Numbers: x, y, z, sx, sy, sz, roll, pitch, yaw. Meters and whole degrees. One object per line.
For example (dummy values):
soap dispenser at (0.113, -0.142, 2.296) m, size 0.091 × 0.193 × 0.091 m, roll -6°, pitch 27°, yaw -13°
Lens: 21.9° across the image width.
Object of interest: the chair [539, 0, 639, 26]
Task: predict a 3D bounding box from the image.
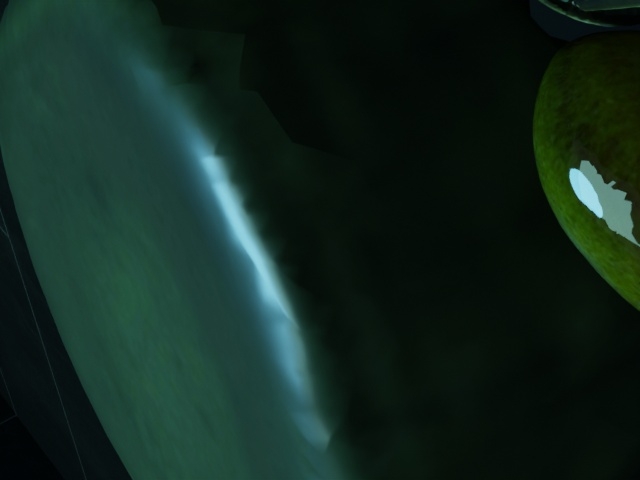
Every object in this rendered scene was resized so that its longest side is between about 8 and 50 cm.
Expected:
chair at (0.094, -0.160, 0.583) m, size 0.326 × 0.160 × 0.170 m, roll -3°, pitch 118°, yaw 56°

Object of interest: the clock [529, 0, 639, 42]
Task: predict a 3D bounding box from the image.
clock at (0.060, -0.111, 0.883) m, size 0.338 × 0.102 × 0.338 m, roll 49°, pitch 155°, yaw 32°

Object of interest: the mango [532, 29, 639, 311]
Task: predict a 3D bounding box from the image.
mango at (0.200, -0.003, 0.577) m, size 0.268 × 0.133 × 0.111 m, roll 20°, pitch 165°, yaw 2°

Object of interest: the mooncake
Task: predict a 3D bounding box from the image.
mooncake at (0.000, 0.000, 0.749) m, size 0.356 × 0.194 × 0.356 m, roll 46°, pitch 150°, yaw 38°
